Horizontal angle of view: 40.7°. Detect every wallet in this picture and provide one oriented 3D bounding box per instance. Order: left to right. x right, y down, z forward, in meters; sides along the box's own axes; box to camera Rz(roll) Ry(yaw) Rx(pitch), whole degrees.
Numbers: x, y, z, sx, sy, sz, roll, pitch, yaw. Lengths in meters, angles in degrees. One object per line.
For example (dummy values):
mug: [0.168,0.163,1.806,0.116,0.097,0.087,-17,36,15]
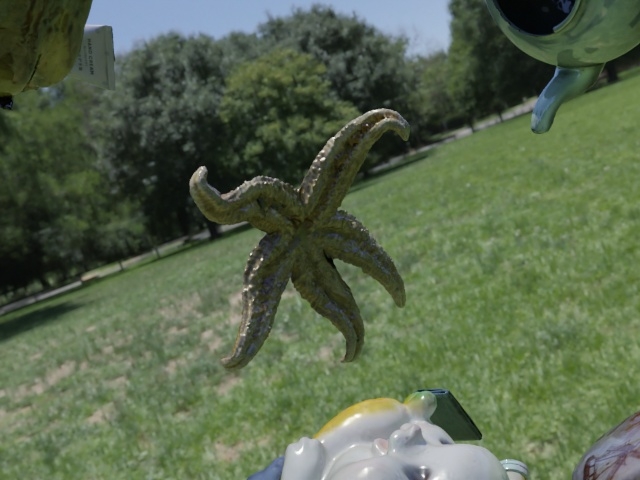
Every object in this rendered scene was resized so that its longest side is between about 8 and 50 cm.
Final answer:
wallet: [0.236,0.322,1.599,0.088,0.129,0.026,-15,29,46]

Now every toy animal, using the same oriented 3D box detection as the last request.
toy animal: [0.043,0.255,0.701,0.310,0.247,0.183,-25,-25,25]

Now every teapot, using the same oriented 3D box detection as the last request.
teapot: [0.235,-0.259,0.816,0.130,0.294,0.193,-28,31,-33]

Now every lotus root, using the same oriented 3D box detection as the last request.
lotus root: [-0.292,-0.265,0.810,0.152,0.160,0.274,-10,-45,-47]

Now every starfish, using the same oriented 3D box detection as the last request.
starfish: [-0.006,-0.005,0.985,0.375,0.326,0.094,15,8,-45]

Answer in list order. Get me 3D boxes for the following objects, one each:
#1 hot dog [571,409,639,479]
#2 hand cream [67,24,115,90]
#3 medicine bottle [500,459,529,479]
hot dog: [0.253,0.108,0.500,0.253,0.069,0.131,-41,-5,29]
hand cream: [-0.322,-0.240,1.085,0.142,0.084,0.053,15,33,18]
medicine bottle: [0.358,0.517,1.614,0.074,0.074,0.218,-18,30,21]
